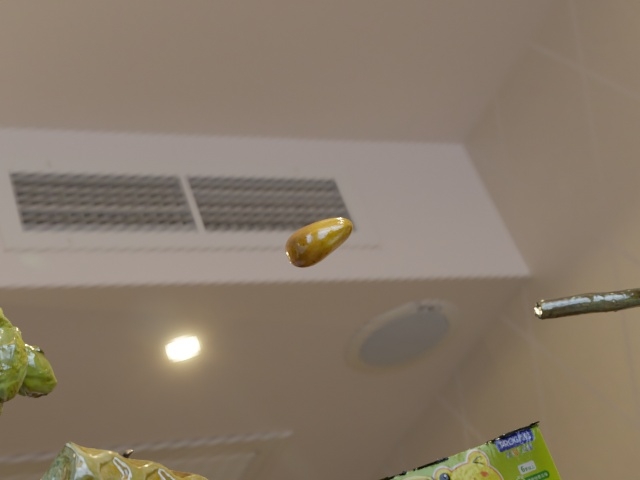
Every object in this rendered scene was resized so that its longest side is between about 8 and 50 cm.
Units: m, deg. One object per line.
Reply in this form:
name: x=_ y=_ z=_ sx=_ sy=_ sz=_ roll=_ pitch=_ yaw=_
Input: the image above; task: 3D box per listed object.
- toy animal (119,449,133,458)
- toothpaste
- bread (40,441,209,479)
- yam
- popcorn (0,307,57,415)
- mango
toy animal: x=-0.286 y=0.408 z=1.896 sx=0.214 sy=0.186 sz=0.094 roll=-11 pitch=7 yaw=3
toothpaste: x=0.189 y=0.357 z=1.789 sx=0.327 sy=0.110 sz=0.077 roll=-14 pitch=-16 yaw=-29
bread: x=-0.158 y=0.283 z=1.298 sx=0.269 sy=0.098 sz=0.087 roll=22 pitch=-27 yaw=-29
yam: x=0.356 y=0.071 z=1.485 sx=0.234 sy=0.027 sz=0.029 roll=-4 pitch=-76 yaw=-16
popcorn: x=-0.479 y=0.178 z=1.783 sx=0.212 sy=0.198 sz=0.198 roll=6 pitch=-43 yaw=-40
mango: x=0.000 y=0.000 z=1.512 sx=0.089 sy=0.046 sz=0.060 roll=-26 pitch=-3 yaw=-12
